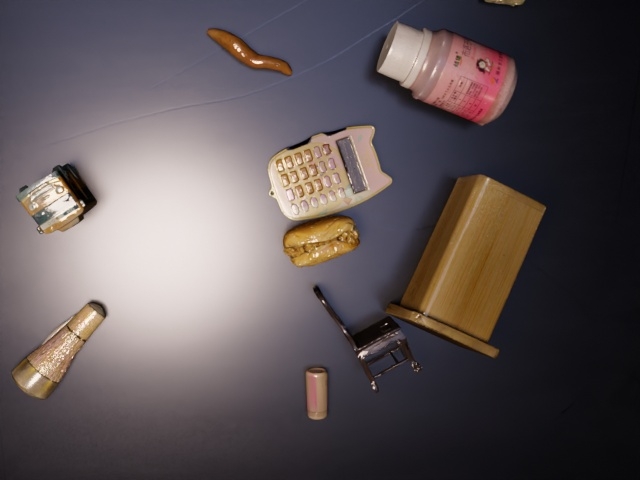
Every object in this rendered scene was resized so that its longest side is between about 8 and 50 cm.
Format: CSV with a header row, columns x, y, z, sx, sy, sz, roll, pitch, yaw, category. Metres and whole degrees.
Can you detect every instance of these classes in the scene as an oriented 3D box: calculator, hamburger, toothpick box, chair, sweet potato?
x,y,z,sx,sy,sz,roll,pitch,yaw,category
0.011,-0.130,1.489,0.237,0.033,0.157,-19,98,-3,calculator
0.000,0.000,1.445,0.147,0.138,0.083,-16,92,-3,hamburger
0.287,0.044,1.471,0.188,0.190,0.308,25,87,-8,toothpick box
0.089,0.169,1.487,0.113,0.106,0.229,-29,99,-3,chair
-0.136,-0.354,1.446,0.179,0.044,0.044,26,91,-7,sweet potato

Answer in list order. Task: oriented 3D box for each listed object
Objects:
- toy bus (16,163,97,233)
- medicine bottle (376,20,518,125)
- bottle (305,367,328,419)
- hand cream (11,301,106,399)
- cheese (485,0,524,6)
x,y,z,sx,sy,sz,roll,pitch,yaw,category
-0.465,-0.071,1.357,0.091,0.182,0.103,-33,100,-3,toy bus
0.238,-0.322,1.443,0.247,0.147,0.147,20,92,-9,medicine bottle
-0.006,0.306,1.519,0.045,0.045,0.096,-3,97,-7,bottle
-0.484,0.200,1.435,0.084,0.084,0.203,42,84,-9,hand cream
0.367,-0.561,1.491,0.097,0.037,0.192,3,94,-8,cheese
